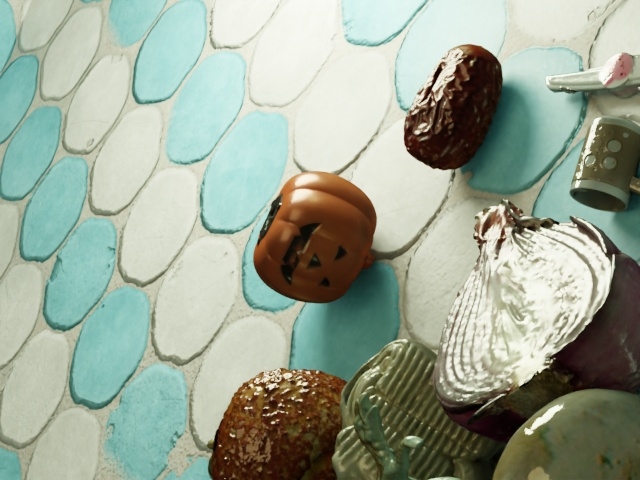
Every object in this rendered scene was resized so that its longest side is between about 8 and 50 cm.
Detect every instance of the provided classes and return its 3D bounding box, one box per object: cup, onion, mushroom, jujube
[{"bbox_3d":[0.353,-0.093,1.866,0.102,0.074,0.099,-1,67,52],"label":"cup"},{"bbox_3d":[0.265,0.093,1.799,0.267,0.159,0.348,-34,28,23],"label":"onion"},{"bbox_3d":[0.274,0.278,1.621,0.243,0.243,0.243,-30,46,38],"label":"mushroom"},{"bbox_3d":[0.180,-0.181,2.118,0.112,0.109,0.176,23,83,21],"label":"jujube"}]

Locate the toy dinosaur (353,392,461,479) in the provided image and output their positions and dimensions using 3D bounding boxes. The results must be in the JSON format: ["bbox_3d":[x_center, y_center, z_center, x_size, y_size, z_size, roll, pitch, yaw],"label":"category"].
[{"bbox_3d":[0.126,0.356,1.695,0.205,0.092,0.392,-8,90,46],"label":"toy dinosaur"}]

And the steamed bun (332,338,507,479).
[{"bbox_3d":[0.116,0.252,1.878,0.218,0.144,0.211,29,70,18],"label":"steamed bun"}]

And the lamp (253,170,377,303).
[{"bbox_3d":[0.000,0.000,2.190,0.187,0.164,0.187,-157,90,-79],"label":"lamp"}]

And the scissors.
[{"bbox_3d":[0.377,-0.206,1.946,0.242,0.030,0.118,-1,66,49],"label":"scissors"}]

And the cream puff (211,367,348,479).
[{"bbox_3d":[-0.021,0.277,1.977,0.164,0.240,0.240,10,76,47],"label":"cream puff"}]

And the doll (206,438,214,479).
[{"bbox_3d":[-0.097,0.289,2.193,0.179,0.102,0.089,-44,-4,31],"label":"doll"}]
